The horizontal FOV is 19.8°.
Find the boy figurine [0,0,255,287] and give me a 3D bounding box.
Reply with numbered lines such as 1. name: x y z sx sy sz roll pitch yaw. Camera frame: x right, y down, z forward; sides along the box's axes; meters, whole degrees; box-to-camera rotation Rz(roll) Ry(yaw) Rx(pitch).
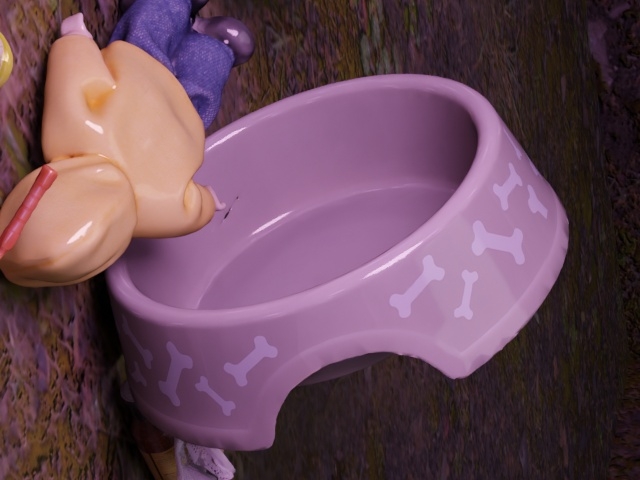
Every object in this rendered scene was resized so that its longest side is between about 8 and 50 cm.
1. boy figurine: -0.132 -0.066 1.272 0.177 0.092 0.285 49 43 -28

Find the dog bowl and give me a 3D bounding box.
1. dog bowl: 0.000 0.000 1.342 0.102 0.349 0.349 66 31 -30

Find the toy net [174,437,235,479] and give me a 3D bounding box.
1. toy net: -0.084 0.128 1.434 0.232 0.045 0.122 -88 165 -64

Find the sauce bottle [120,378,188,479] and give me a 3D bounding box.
1. sauce bottle: -0.124 0.151 1.429 0.128 0.042 0.042 74 27 -49

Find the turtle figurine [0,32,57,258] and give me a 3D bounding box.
1. turtle figurine: -0.232 -0.106 1.004 0.217 0.087 0.269 -18 119 -62
